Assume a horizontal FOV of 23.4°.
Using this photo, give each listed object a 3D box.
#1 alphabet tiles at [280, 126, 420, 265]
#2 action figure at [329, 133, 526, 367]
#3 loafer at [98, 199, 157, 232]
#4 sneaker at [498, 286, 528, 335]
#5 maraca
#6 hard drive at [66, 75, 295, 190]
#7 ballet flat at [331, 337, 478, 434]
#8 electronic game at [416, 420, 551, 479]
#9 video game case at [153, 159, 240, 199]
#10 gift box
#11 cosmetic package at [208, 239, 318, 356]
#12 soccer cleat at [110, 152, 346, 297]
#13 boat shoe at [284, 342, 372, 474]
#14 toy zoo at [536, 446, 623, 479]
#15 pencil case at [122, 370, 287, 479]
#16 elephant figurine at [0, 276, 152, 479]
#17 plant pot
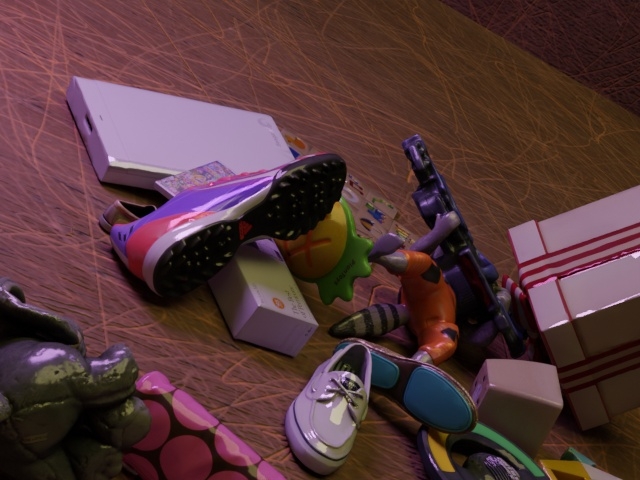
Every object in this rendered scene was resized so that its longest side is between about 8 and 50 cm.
[{"bbox_3d":[0.004,-0.069,2.362,0.342,0.011,0.285,36,22,-2],"label":"alphabet tiles"},{"bbox_3d":[0.130,0.040,2.121,0.341,0.178,0.330,65,21,4],"label":"action figure"},{"bbox_3d":[-0.216,-0.027,1.903,0.125,0.039,0.045,4,37,-53],"label":"loafer"},{"bbox_3d":[0.283,0.110,2.359,0.089,0.051,0.170,44,19,27],"label":"sneaker"},{"bbox_3d":[0.000,0.000,2.000,0.099,0.127,0.185,7,35,-48],"label":"maraca"},{"bbox_3d":[-0.177,-0.128,2.097,0.307,0.040,0.203,9,35,-32],"label":"hard drive"},{"bbox_3d":[0.112,0.175,1.902,0.206,0.073,0.067,29,8,23],"label":"ballet flat"},{"bbox_3d":[0.214,0.296,1.886,0.229,0.048,0.229,31,22,-14],"label":"electronic game"},{"bbox_3d":[-0.141,-0.064,1.972,0.087,0.011,0.122,36,35,25],"label":"video game case"},{"bbox_3d":[0.409,0.092,2.238,0.276,0.258,0.255,-100,167,-55],"label":"gift box"},{"bbox_3d":[-0.092,0.038,1.933,0.099,0.060,0.239,18,28,-36],"label":"cosmetic package"},{"bbox_3d":[-0.105,-0.041,1.873,0.318,0.108,0.116,-30,47,-32],"label":"soccer cleat"},{"bbox_3d":[0.014,0.182,1.779,0.083,0.076,0.226,32,22,-10],"label":"boat shoe"},{"bbox_3d":[0.382,0.379,1.992,0.192,0.030,0.293,19,28,-38],"label":"toy zoo"},{"bbox_3d":[-0.114,0.224,1.488,0.209,0.098,0.095,38,-23,5],"label":"pencil case"},{"bbox_3d":[-0.274,0.118,1.419,0.169,0.186,0.239,-28,43,-19],"label":"elephant figurine"},{"bbox_3d":[0.248,0.216,2.033,0.096,0.109,0.109,22,24,-7],"label":"plant pot"}]
